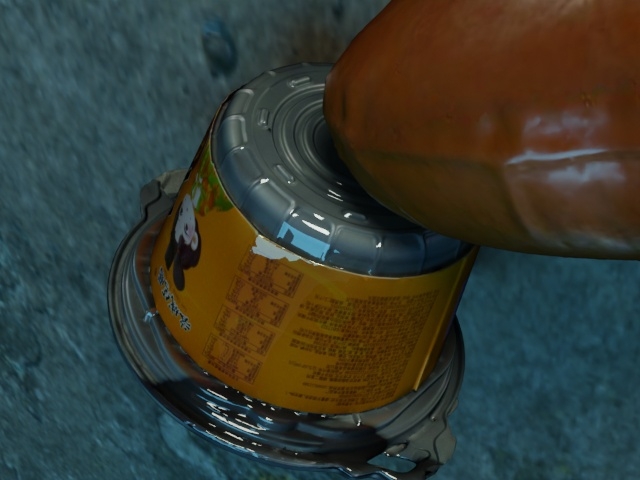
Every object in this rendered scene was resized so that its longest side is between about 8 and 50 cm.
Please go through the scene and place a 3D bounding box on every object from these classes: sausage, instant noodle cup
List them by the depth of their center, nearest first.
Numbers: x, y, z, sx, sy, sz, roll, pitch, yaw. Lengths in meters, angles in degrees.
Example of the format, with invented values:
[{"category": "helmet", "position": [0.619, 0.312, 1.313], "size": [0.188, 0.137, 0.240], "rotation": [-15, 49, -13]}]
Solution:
[{"category": "sausage", "position": [0.115, -0.054, 0.521], "size": [0.258, 0.133, 0.133], "rotation": [0, 136, 38]}, {"category": "instant noodle cup", "position": [0.000, 0.000, 0.662], "size": [0.208, 0.177, 0.125], "rotation": [37, 136, 15]}]
